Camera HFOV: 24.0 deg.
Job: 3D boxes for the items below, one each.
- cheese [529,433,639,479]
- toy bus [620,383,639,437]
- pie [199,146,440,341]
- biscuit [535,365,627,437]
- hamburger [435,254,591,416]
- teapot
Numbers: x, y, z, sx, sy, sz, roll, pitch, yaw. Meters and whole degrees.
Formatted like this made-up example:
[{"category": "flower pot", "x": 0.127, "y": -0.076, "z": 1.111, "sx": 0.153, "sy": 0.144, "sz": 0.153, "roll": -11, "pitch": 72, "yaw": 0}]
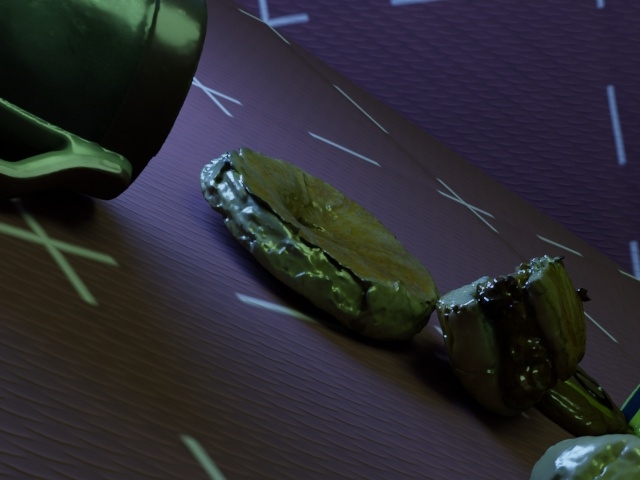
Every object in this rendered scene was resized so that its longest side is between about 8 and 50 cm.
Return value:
[{"category": "cheese", "x": 0.298, "y": 0.269, "z": 1.401, "sx": 0.226, "sy": 0.117, "sz": 0.214, "roll": 33, "pitch": -18, "yaw": 14}, {"category": "toy bus", "x": 0.498, "y": 0.264, "z": 2.050, "sx": 0.175, "sy": 0.088, "sz": 0.101, "roll": 27, "pitch": 14, "yaw": -27}, {"category": "pie", "x": 0.000, "y": 0.000, "z": 1.768, "sx": 0.339, "sy": 0.083, "sz": 0.339, "roll": 36, "pitch": 12, "yaw": -9}, {"category": "biscuit", "x": 0.320, "y": 0.183, "z": 2.003, "sx": 0.208, "sy": 0.041, "sz": 0.290, "roll": 34, "pitch": 14, "yaw": -8}, {"category": "hamburger", "x": 0.234, "y": 0.109, "z": 1.766, "sx": 0.245, "sy": 0.155, "sz": 0.282, "roll": -90, "pitch": 158, "yaw": -45}, {"category": "teapot", "x": -0.299, "y": -0.168, "z": 1.420, "sx": 0.312, "sy": 0.233, "sz": 0.315, "roll": 23, "pitch": 45, "yaw": -21}]
